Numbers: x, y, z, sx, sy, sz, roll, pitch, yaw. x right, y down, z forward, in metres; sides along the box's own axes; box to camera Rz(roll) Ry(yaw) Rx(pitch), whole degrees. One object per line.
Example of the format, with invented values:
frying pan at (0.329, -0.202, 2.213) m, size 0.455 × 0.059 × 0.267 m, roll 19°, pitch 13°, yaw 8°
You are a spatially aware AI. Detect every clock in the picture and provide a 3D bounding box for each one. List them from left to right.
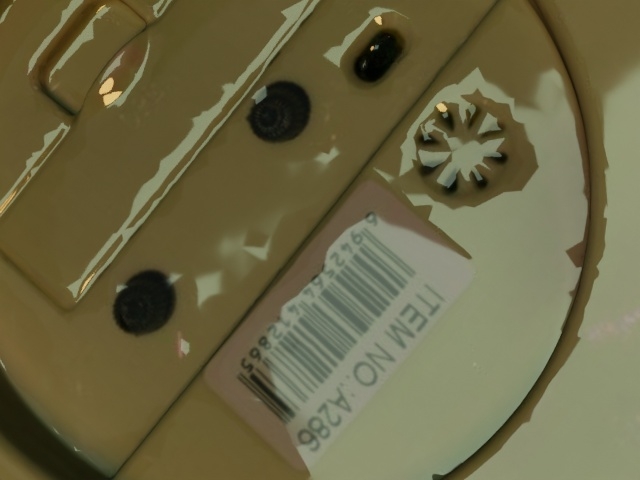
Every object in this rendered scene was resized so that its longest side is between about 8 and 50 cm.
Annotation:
clock at (0.000, 0.000, 0.429) m, size 0.309 × 0.114 × 0.284 m, roll 40°, pitch 91°, yaw 23°
